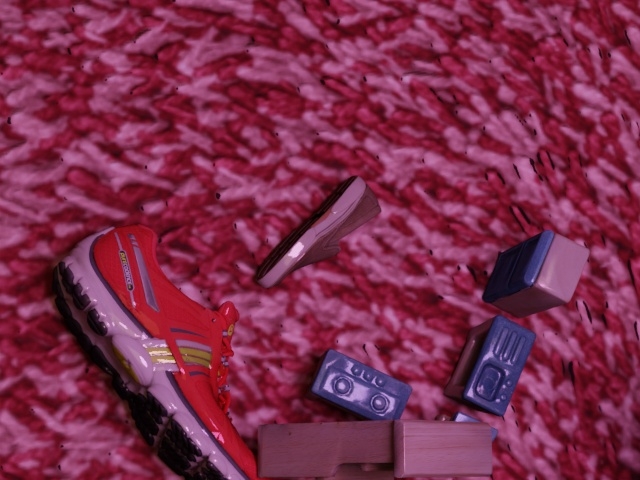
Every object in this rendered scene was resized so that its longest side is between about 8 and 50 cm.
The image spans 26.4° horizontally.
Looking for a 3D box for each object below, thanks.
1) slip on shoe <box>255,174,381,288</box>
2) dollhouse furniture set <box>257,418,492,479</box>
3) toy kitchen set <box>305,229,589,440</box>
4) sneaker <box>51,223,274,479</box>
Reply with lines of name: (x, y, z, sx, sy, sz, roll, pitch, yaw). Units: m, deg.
slip on shoe: (0.000, 0.000, 1.215, 0.041, 0.051, 0.135, 49, 67, -13)
dollhouse furniture set: (0.040, 0.264, 1.068, 0.212, 0.161, 0.242, 9, 77, -45)
toy kitchen set: (0.105, 0.072, 1.185, 0.166, 0.122, 0.207, 26, 75, -7)
sneaker: (-0.106, 0.105, 1.145, 0.118, 0.107, 0.279, -34, 91, -26)
